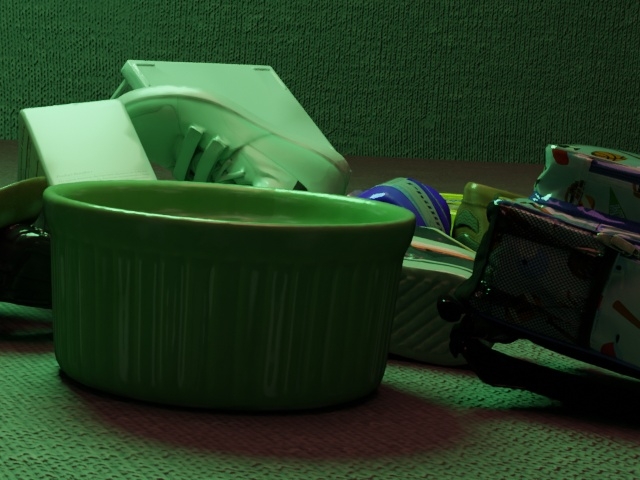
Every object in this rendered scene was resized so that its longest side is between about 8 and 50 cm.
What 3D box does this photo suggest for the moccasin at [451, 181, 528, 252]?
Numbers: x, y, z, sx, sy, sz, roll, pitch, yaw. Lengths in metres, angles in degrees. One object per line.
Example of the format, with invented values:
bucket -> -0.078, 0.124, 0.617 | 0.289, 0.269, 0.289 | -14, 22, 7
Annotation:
moccasin -> 0.331, -0.034, 2.279 | 0.380, 0.147, 0.139 | 0, 8, -30

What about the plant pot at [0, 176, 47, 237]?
plant pot -> -0.349, 0.010, 1.585 | 0.236, 0.032, 0.236 | -28, -1, -1

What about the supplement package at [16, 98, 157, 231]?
supplement package -> -0.222, -0.040, 1.686 | 0.105, 0.105, 0.179 | -9, 47, -21

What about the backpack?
backpack -> 0.276, 0.037, 1.452 | 0.263, 0.213, 0.276 | 27, 15, 22

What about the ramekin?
ramekin -> -0.078, 0.040, 1.420 | 0.303, 0.148, 0.303 | 4, 7, 0

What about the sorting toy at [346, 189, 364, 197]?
sorting toy -> 0.000, 0.000, 2.133 | 0.126, 0.127, 0.365 | 41, 21, 24

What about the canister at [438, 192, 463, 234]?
canister -> 0.175, -0.020, 2.384 | 0.126, 0.073, 0.170 | 7, 9, 19

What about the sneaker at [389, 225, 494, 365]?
sneaker -> 0.024, 0.036, 1.634 | 0.321, 0.126, 0.127 | 18, 16, 15

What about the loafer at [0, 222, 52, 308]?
loafer -> -0.202, 0.049, 1.580 | 0.223, 0.078, 0.076 | 20, 5, -38

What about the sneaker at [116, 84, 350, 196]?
sneaker -> -0.107, -0.063, 1.730 | 0.256, 0.094, 0.151 | 18, 42, 3

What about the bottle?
bottle -> 0.104, -0.018, 2.127 | 0.092, 0.118, 0.283 | -31, -2, 15

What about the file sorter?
file sorter -> -0.142, -0.095, 2.181 | 0.278, 0.173, 0.193 | -5, 52, -54
